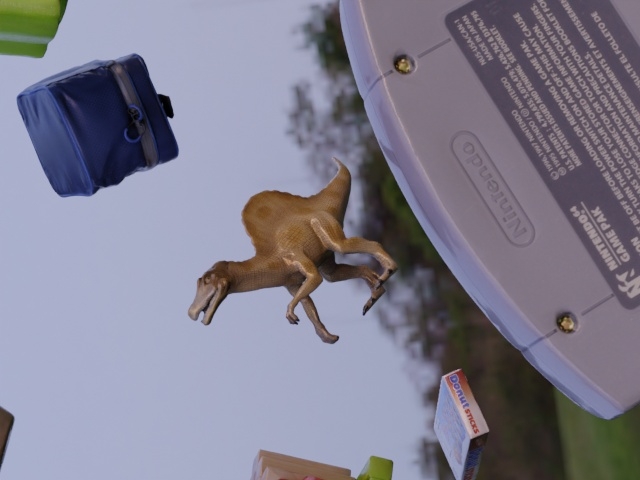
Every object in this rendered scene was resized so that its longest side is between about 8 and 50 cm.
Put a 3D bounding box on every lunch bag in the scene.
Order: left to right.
[{"bbox_3d":[-0.118,-0.066,0.986,0.098,0.065,0.067,4,118,66],"label":"lunch bag"}]

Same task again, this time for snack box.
[{"bbox_3d":[0.129,0.176,1.666,0.178,0.022,0.064,88,161,-69],"label":"snack box"}]

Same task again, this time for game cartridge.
[{"bbox_3d":[0.146,-0.056,1.052,0.297,0.198,0.062,59,168,6],"label":"game cartridge"}]

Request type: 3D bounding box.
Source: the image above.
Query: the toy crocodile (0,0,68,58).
[{"bbox_3d":[-0.193,-0.181,0.906,0.340,0.115,0.105,-120,40,-57],"label":"toy crocodile"}]

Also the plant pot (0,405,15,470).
[{"bbox_3d":[-0.447,0.215,1.682,0.323,0.280,0.323,-164,90,-84],"label":"plant pot"}]

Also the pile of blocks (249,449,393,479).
[{"bbox_3d":[0.099,0.269,1.453,0.149,0.362,0.112,-52,-7,-38],"label":"pile of blocks"}]

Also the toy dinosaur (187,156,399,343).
[{"bbox_3d":[0.000,0.000,1.033,0.183,0.092,0.053,-43,-9,-46],"label":"toy dinosaur"}]
